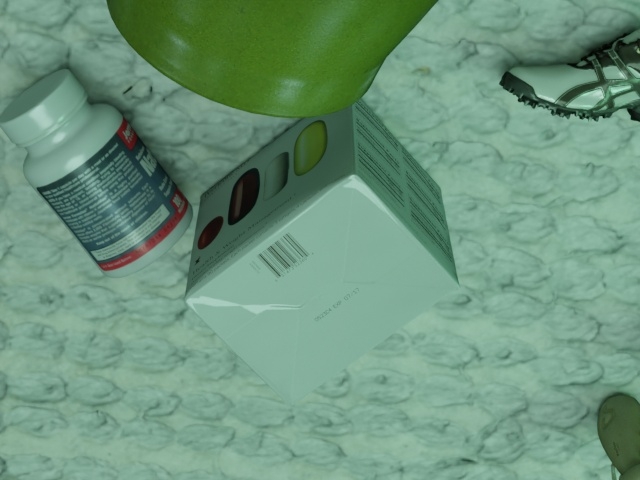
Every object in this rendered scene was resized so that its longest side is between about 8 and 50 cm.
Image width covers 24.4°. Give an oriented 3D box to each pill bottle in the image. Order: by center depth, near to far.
[{"bbox_3d":[-0.209,-0.064,1.368,0.108,0.108,0.180,-30,115,14],"label":"pill bottle"}]

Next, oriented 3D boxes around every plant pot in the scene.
[{"bbox_3d":[-0.009,-0.296,1.135,0.367,0.366,0.353,18,127,-10],"label":"plant pot"}]

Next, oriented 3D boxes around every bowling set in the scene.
[{"bbox_3d":[0.429,0.162,1.466,0.200,0.154,0.287,25,115,-13],"label":"bowling set"}]

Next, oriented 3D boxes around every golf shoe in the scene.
[{"bbox_3d":[0.262,-0.154,1.350,0.198,0.077,0.093,5,107,-11],"label":"golf shoe"}]

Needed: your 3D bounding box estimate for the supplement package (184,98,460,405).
[{"bbox_3d":[0.000,0.000,1.350,0.194,0.203,0.149,-36,112,16],"label":"supplement package"}]
